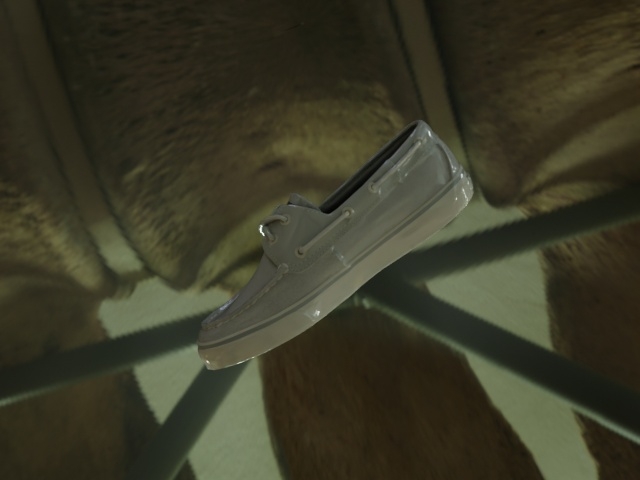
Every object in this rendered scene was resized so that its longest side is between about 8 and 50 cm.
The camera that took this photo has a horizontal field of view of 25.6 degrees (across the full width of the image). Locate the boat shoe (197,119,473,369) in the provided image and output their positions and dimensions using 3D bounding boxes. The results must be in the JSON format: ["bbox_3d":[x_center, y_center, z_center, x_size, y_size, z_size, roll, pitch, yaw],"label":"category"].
[{"bbox_3d":[0.000,0.000,0.788,0.184,0.066,0.063,-35,-77,-3],"label":"boat shoe"}]
